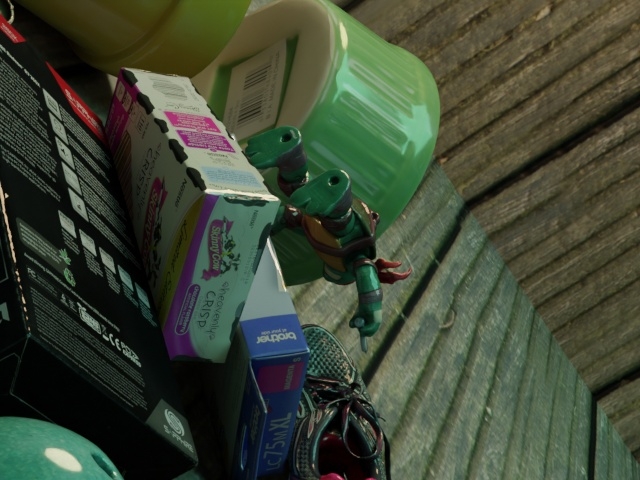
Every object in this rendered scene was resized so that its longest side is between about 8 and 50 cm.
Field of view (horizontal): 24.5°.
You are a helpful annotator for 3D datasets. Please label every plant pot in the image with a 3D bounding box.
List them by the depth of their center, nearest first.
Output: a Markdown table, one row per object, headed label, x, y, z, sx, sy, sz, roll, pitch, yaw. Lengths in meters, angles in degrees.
| label | x | y | z | sx | sy | sz | roll | pitch | yaw |
| --- | --- | --- | --- | --- | --- | --- | --- | --- | --- |
| plant pot | -0.226 | -0.309 | 1.513 | 0.239 | 0.254 | 0.254 | 18 | 39 | -42 |

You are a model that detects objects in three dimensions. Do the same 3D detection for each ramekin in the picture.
| label | x | y | z | sx | sy | sz | roll | pitch | yaw |
| --- | --- | --- | --- | --- | --- | --- | --- | --- | --- |
| ramekin | -0.034 | -0.117 | 1.592 | 0.148 | 0.303 | 0.303 | 36 | 24 | -36 |

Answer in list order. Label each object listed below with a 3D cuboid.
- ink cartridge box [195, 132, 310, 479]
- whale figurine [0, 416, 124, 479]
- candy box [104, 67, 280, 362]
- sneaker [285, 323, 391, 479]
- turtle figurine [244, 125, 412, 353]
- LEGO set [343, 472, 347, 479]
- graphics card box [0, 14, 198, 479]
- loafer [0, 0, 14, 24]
| label | x | y | z | sx | sy | sz | roll | pitch | yaw |
| --- | --- | --- | --- | --- | --- | --- | --- | --- | --- |
| ink cartridge box | -0.074 | 0.076 | 1.321 | 0.186 | 0.065 | 0.311 | 101 | -22 | -47 |
| whale figurine | -0.129 | 0.207 | 0.831 | 0.272 | 0.141 | 0.216 | 41 | 4 | -12 |
| candy box | -0.127 | -0.025 | 1.253 | 0.071 | 0.159 | 0.233 | 5 | 28 | -30 |
| sneaker | 0.016 | 0.179 | 1.390 | 0.120 | 0.112 | 0.299 | 4 | 35 | -14 |
| turtle figurine | 0.000 | 0.000 | 1.412 | 0.175 | 0.118 | 0.234 | 24 | -28 | 27 |
| LEGO set | 0.019 | 0.300 | 1.043 | 0.255 | 0.192 | 0.331 | 48 | 14 | -56 |
| graphics card box | -0.220 | -0.003 | 1.112 | 0.233 | 0.094 | 0.371 | 50 | 14 | -52 |
| loafer | -0.336 | -0.232 | 1.262 | 0.094 | 0.087 | 0.251 | 63 | 16 | 21 |
